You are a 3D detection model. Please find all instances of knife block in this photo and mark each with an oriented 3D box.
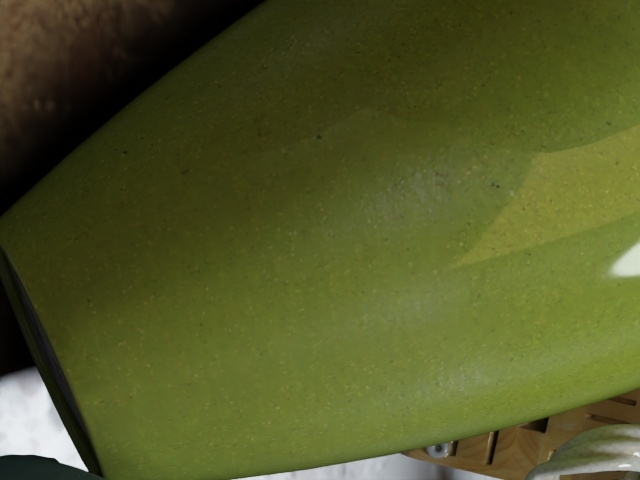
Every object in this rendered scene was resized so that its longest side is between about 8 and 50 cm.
[{"bbox_3d":[0.190,0.110,1.116,0.276,0.242,0.088,12,92,5],"label":"knife block"}]

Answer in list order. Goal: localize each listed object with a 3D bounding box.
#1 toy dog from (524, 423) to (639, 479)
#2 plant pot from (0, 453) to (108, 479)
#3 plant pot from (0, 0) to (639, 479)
[{"bbox_3d":[0.167,0.253,0.978,0.220,0.333,0.161,14,54,-20],"label":"toy dog"},{"bbox_3d":[-0.134,0.299,0.750,0.341,0.341,0.334,51,61,-35],"label":"plant pot"},{"bbox_3d":[0.000,0.000,0.835,0.293,0.275,0.274,-24,116,-14],"label":"plant pot"}]
